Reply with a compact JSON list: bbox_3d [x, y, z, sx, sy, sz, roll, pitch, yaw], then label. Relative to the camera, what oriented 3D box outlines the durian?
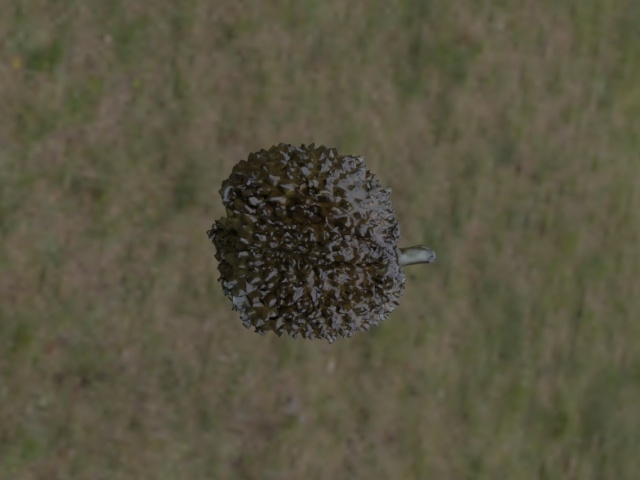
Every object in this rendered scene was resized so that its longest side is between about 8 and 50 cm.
[{"bbox_3d":[0.000,0.000,0.717,0.080,0.091,0.080,1,90,-82],"label":"durian"}]
